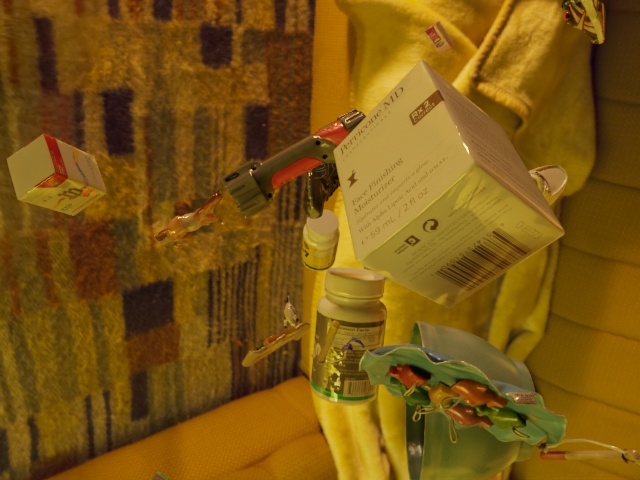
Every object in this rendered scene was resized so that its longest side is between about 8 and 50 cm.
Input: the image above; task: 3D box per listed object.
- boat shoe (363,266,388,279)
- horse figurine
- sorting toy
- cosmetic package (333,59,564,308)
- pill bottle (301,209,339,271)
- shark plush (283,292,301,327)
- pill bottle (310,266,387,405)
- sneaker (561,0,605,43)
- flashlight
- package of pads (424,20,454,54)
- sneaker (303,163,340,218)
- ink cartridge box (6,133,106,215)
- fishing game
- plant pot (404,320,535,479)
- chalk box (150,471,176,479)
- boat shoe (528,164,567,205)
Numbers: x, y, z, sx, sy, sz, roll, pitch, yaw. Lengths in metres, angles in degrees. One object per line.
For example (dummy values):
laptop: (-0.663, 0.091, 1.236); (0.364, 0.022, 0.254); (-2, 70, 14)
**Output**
boat shoe: (0.265, 0.081, 1.734); (0.156, 0.367, 0.136); (-8, 74, -11)
horse figurine: (-0.418, -0.054, 1.640); (0.263, 0.066, 0.174); (-25, 165, -9)
sorting toy: (-0.146, 0.335, 1.716); (0.229, 0.041, 0.307); (-24, 164, -26)
cosmetic package: (0.126, -0.058, 0.548); (0.151, 0.184, 0.151); (26, 126, -32)
pill bottle: (0.000, 0.000, 1.628); (0.119, 0.119, 0.208); (-36, 156, -25)
shark plush: (-0.115, 0.285, 1.993); (0.073, 0.161, 0.067); (-43, 142, 20)
pill bottle: (0.085, 0.270, 1.474); (0.204, 0.204, 0.361); (-1, 100, -42)
sneaker: (0.619, -0.529, 1.192); (0.178, 0.077, 0.072); (32, 67, -45)
flashlight: (-0.035, -0.146, 1.006); (0.304, 0.103, 0.103); (-31, 149, -2)
package of pads: (0.340, -0.579, 1.450); (0.083, 0.050, 0.032); (49, 58, -14)
sneaker: (0.011, -0.166, 1.341); (0.106, 0.267, 0.101); (9, 142, -7)
ink cartridge box: (-0.669, -0.163, 1.298); (0.128, 0.127, 0.176); (-31, 162, 12)
fishing game: (0.118, 0.147, 0.445); (0.189, 0.264, 0.041); (112, 2, -65)
plant pot: (0.265, 0.297, 0.913); (0.196, 0.293, 0.293); (2, 113, 3)
chalk box: (-0.382, 0.655, 1.188); (0.213, 0.132, 0.132); (-57, 179, 23)
boat shoe: (0.479, -0.112, 1.159); (0.277, 0.098, 0.096); (-29, 163, -22)
